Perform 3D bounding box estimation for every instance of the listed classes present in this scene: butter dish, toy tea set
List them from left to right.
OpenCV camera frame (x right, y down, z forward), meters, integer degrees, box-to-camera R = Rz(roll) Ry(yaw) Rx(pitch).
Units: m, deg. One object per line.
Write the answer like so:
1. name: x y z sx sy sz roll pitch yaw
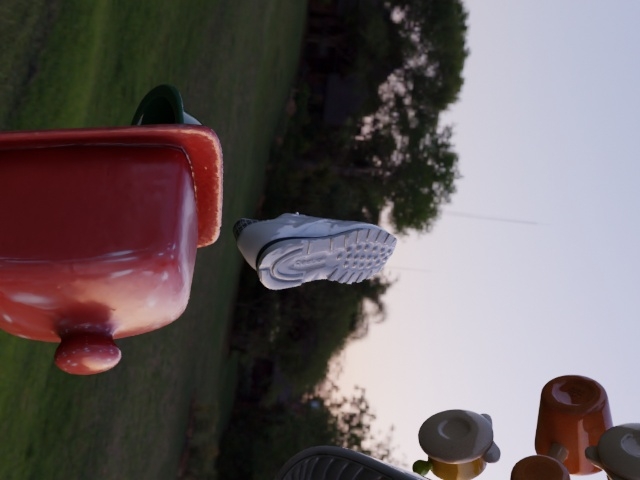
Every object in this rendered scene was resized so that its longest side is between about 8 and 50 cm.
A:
1. butter dish: -0.132 0.016 0.449 0.160 0.160 0.118 108 -24 -66
2. toy tea set: 0.223 0.273 0.895 0.200 0.336 0.124 -117 -166 -63

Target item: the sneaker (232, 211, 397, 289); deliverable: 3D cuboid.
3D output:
1. sneaker: 0.000 0.000 1.046 0.095 0.235 0.090 44 -59 41

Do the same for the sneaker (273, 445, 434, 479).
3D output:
1. sneaker: 0.088 0.165 0.389 0.083 0.222 0.118 -61 159 -5

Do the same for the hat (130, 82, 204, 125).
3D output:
1. hat: -0.173 -0.129 1.185 0.173 0.183 0.208 -45 -132 35
